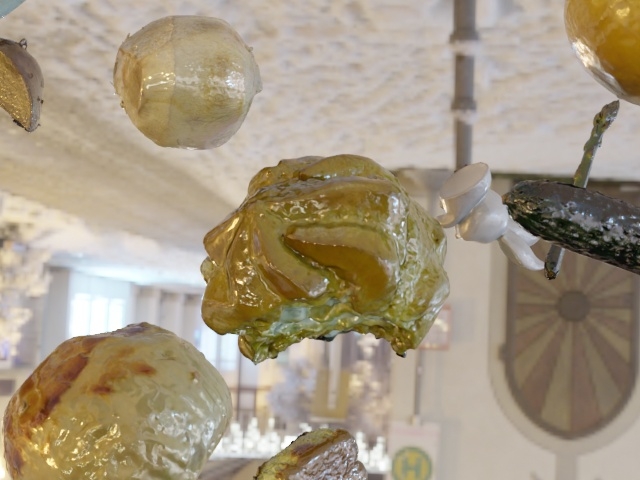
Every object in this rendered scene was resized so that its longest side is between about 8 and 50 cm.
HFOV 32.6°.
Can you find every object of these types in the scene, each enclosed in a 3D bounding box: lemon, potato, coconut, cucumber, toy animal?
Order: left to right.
[{"bbox_3d":[-0.417,-0.230,1.521,0.172,0.089,0.101,38,-163,22],"label":"potato"},{"bbox_3d":[-0.169,-0.211,1.464,0.194,0.194,0.194,2,175,0],"label":"coconut"},{"bbox_3d":[0.289,-0.022,1.898,0.131,0.221,0.103,-33,-154,14],"label":"toy animal"},{"bbox_3d":[0.264,-0.005,0.948,0.245,0.067,0.067,19,172,-10],"label":"cucumber"},{"bbox_3d":[0.458,-0.311,1.423,0.297,0.297,0.297,2,175,0],"label":"lemon"}]

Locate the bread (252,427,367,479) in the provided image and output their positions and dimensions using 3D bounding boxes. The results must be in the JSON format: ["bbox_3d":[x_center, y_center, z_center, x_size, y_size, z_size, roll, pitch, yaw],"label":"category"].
[{"bbox_3d":[-0.006,0.317,1.403,0.140,0.128,0.069,-31,-166,-33],"label":"bread"}]

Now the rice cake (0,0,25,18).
[{"bbox_3d":[-0.484,-0.310,1.478,0.042,0.080,0.221,-13,-151,34],"label":"rice cake"}]

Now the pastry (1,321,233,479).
[{"bbox_3d":[-0.335,0.303,1.752,0.313,0.388,0.388,37,169,-6],"label":"pastry"}]

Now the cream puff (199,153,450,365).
[{"bbox_3d":[0.006,-0.005,1.365,0.323,0.274,0.269,-6,142,-4],"label":"cream puff"}]

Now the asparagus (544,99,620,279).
[{"bbox_3d":[0.256,-0.058,1.072,0.023,0.233,0.022,39,149,-19],"label":"asparagus"}]
